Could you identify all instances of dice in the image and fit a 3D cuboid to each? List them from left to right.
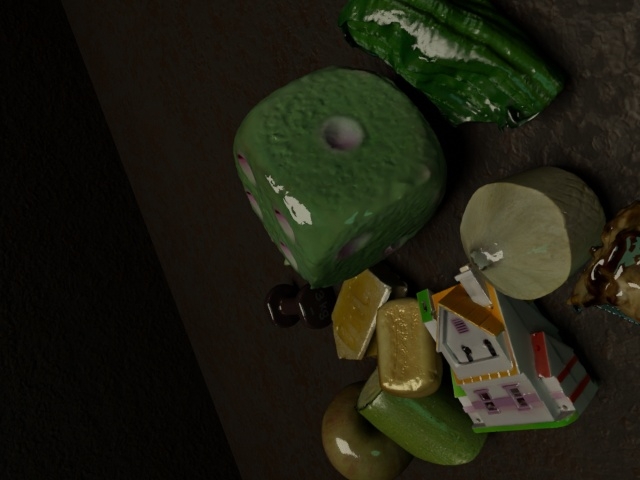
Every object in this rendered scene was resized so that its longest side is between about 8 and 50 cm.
[{"bbox_3d":[0.034,-0.119,1.030,0.322,0.318,0.330,55,165,21],"label":"dice"}]

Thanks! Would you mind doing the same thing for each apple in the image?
[{"bbox_3d":[0.126,0.503,1.344,0.256,0.257,0.233,51,155,23],"label":"apple"}]

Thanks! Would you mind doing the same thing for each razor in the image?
[{"bbox_3d":[0.508,0.126,0.838,0.190,0.033,0.066,19,167,44],"label":"razor"}]

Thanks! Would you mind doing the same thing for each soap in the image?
[{"bbox_3d":[0.108,0.182,1.281,0.160,0.080,0.257,45,123,47],"label":"soap"}]

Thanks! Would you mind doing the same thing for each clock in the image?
[{"bbox_3d":[0.333,0.189,0.989,0.309,0.166,0.235,58,144,3],"label":"clock"}]

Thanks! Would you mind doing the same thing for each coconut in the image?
[{"bbox_3d":[0.331,-0.012,0.833,0.202,0.222,0.202,35,138,39],"label":"coconut"}]

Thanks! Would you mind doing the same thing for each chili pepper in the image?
[{"bbox_3d":[0.218,-0.328,0.872,0.385,0.213,0.167,37,92,11],"label":"chili pepper"}]

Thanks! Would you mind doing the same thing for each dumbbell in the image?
[{"bbox_3d":[-0.062,0.195,1.541,0.225,0.124,0.140,-9,100,54],"label":"dumbbell"}]

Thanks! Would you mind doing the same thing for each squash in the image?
[{"bbox_3d":[0.235,0.404,1.216,0.261,0.189,0.189,35,140,0],"label":"squash"}]

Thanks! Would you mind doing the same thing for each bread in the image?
[{"bbox_3d":[0.195,0.234,1.123,0.148,0.098,0.217,-8,63,25],"label":"bread"}]

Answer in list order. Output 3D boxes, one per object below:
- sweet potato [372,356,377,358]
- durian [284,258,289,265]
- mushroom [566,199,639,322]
[{"bbox_3d":[0.217,0.223,1.245,0.059,0.067,0.281,34,141,-15],"label":"sweet potato"},{"bbox_3d":[0.000,0.000,1.349,0.144,0.139,0.252,60,144,5],"label":"durian"},{"bbox_3d":[0.523,0.060,0.526,0.334,0.357,0.331,-108,32,-47],"label":"mushroom"}]
